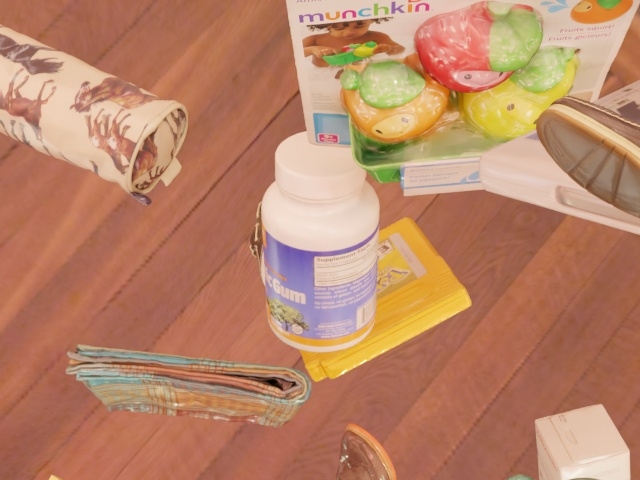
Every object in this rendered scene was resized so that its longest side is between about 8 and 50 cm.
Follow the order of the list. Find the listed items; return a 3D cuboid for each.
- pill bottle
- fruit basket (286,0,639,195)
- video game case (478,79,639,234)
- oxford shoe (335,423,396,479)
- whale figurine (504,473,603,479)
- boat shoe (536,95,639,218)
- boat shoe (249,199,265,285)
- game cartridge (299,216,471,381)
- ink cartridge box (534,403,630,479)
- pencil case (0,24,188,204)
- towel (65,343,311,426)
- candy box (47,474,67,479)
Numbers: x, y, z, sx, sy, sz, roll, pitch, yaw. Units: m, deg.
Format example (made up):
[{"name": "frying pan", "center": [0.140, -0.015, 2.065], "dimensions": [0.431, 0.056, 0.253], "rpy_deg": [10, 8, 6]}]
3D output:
[{"name": "pill bottle", "center": [0.000, 0.000, 1.335], "dimensions": [0.152, 0.272, 0.152], "rpy_deg": [-1, 37, 1]}, {"name": "fruit basket", "center": [0.140, -0.164, 1.030], "dimensions": [0.327, 0.353, 0.165], "rpy_deg": [-5, 77, 1]}, {"name": "video game case", "center": [0.338, -0.077, 0.759], "dimensions": [0.329, 0.300, 0.036], "rpy_deg": [-25, 118, -30]}, {"name": "oxford shoe", "center": [0.063, 0.424, 1.722], "dimensions": [0.097, 0.271, 0.098], "rpy_deg": [21, 44, 37]}, {"name": "whale figurine", "center": [0.243, 0.344, 1.094], "dimensions": [0.272, 0.141, 0.216], "rpy_deg": [-4, 57, -13]}, {"name": "boat shoe", "center": [0.196, -0.040, 0.583], "dimensions": [0.152, 0.056, 0.049], "rpy_deg": [34, 68, 7]}, {"name": "boat shoe", "center": [-0.087, 0.005, 1.854], "dimensions": [0.078, 0.070, 0.219], "rpy_deg": [45, 37, -36]}, {"name": "game cartridge", "center": [0.080, 0.093, 1.760], "dimensions": [0.285, 0.323, 0.052], "rpy_deg": [-28, 113, 0]}, {"name": "ink cartridge box", "center": [0.457, 0.399, 1.791], "dimensions": [0.127, 0.128, 0.176], "rpy_deg": [-14, 123, -2]}, {"name": "pencil case", "center": [-0.408, -0.203, 1.575], "dimensions": [0.410, 0.183, 0.160], "rpy_deg": [24, 58, 12]}, {"name": "towel", "center": [-0.156, 0.194, 1.284], "dimensions": [0.272, 0.370, 0.040], "rpy_deg": [7, 73, -3]}, {"name": "candy box", "center": [-0.356, 0.405, 1.462], "dimensions": [0.053, 0.186, 0.109], "rpy_deg": [27, 75, 19]}]
